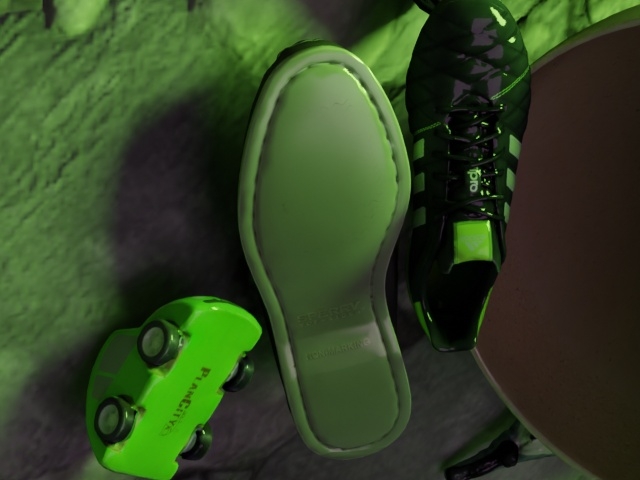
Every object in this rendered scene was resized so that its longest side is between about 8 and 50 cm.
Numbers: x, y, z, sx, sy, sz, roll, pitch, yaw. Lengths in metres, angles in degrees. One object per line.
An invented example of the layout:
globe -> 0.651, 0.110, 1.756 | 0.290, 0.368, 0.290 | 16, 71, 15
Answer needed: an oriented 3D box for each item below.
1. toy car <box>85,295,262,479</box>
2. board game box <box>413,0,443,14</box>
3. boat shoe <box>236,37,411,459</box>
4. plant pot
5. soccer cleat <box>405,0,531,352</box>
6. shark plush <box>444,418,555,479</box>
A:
toy car -> -0.108, 0.116, 0.736 | 0.239, 0.053, 0.225 | 23, 102, -47
board game box -> 0.048, -0.219, 0.638 | 0.165, 0.042, 0.243 | -50, 137, 0
boat shoe -> 0.000, 0.000, 0.735 | 0.081, 0.068, 0.227 | -9, 123, -6
plant pot -> 0.232, -0.015, 0.800 | 0.191, 0.284, 0.284 | -44, 147, -51
soccer cleat -> 0.070, -0.028, 0.711 | 0.060, 0.072, 0.179 | -1, 124, -4
shark plush -> 0.156, 0.125, 0.963 | 0.161, 0.073, 0.067 | -35, 167, -24
